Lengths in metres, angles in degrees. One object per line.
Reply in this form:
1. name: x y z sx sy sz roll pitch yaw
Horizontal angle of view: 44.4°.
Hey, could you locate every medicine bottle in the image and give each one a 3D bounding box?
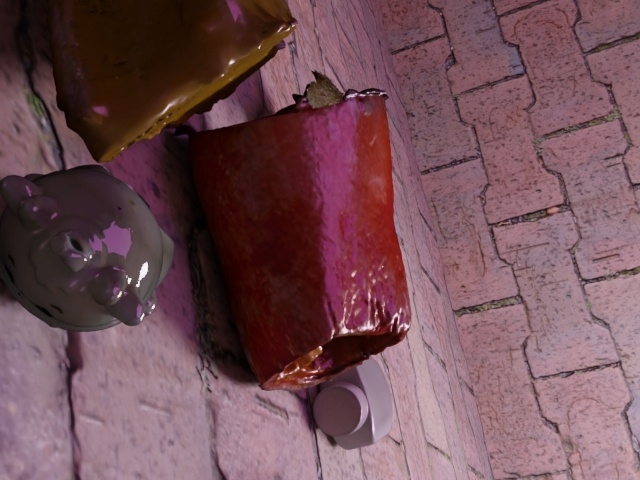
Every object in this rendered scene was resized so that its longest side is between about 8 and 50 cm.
1. medicine bottle: 0.046 0.220 1.065 0.183 0.069 0.119 16 60 -75

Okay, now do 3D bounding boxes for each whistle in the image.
1. whistle: -0.143 0.005 0.483 0.110 0.092 0.244 47 -8 -10

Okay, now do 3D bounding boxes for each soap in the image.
1. soap: -0.088 -0.142 0.655 0.304 0.169 0.339 46 18 -50

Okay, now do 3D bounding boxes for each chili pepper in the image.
1. chili pepper: 0.000 0.000 0.834 0.251 0.229 0.306 36 38 -83

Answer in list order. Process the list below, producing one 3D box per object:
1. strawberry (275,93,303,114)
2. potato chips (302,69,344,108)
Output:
1. strawberry: 0.004 -0.104 1.186 0.228 0.097 0.174 62 24 -21
2. potato chips: 0.006 -0.171 1.089 0.142 0.026 0.209 40 36 -52
